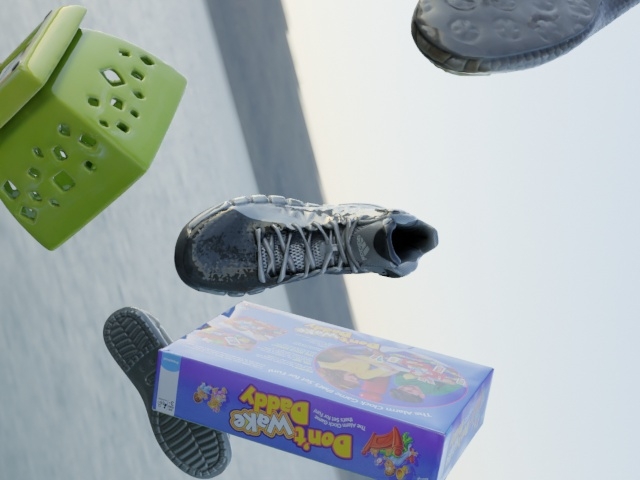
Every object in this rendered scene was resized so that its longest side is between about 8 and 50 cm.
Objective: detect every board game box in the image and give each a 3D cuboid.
[{"bbox_3d":[0.009,0.176,1.406,0.233,0.347,0.078,-29,130,-65],"label":"board game box"}]

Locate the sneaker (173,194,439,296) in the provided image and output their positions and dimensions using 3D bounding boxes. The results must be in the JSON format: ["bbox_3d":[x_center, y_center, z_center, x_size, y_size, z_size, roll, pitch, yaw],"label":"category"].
[{"bbox_3d":[0.000,0.000,0.994,0.132,0.228,0.086,2,-81,60],"label":"sneaker"}]

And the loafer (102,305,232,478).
[{"bbox_3d":[-0.188,0.192,1.541,0.251,0.094,0.087,61,12,-1],"label":"loafer"}]

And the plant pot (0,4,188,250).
[{"bbox_3d":[-0.343,-0.162,1.577,0.207,0.227,0.228,40,35,-22],"label":"plant pot"}]

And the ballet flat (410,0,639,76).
[{"bbox_3d":[0.138,-0.144,0.724,0.084,0.250,0.058,41,-44,16],"label":"ballet flat"}]
